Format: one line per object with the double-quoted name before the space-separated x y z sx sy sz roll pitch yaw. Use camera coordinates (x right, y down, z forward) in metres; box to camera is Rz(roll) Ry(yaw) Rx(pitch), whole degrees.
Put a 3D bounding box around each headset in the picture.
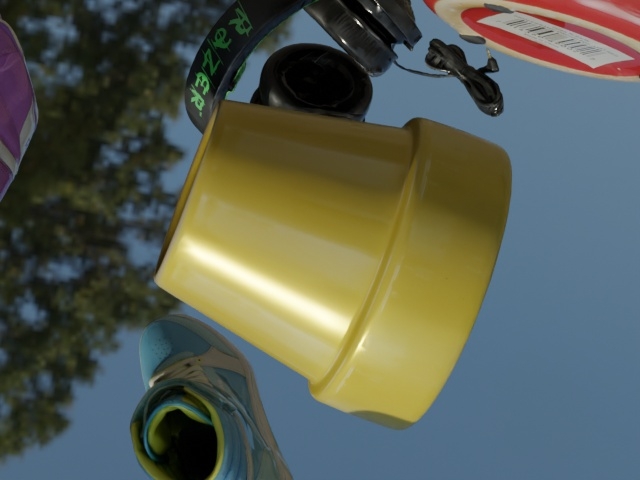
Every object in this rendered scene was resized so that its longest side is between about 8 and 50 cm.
"headset" 0.036 -0.179 1.662 0.394 0.243 0.185 -12 -128 -49

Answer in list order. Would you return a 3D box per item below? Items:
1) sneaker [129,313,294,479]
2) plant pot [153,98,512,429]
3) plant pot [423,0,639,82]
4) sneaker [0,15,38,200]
"sneaker" -0.149 0.172 1.712 0.319 0.127 0.208 55 -175 37
"plant pot" 0.000 0.000 1.283 0.239 0.254 0.254 20 -160 -9
"plant pot" 0.148 -0.183 0.809 0.191 0.174 0.191 16 175 1
"sneaker" -0.309 -0.139 1.086 0.102 0.282 0.161 2 -127 39
